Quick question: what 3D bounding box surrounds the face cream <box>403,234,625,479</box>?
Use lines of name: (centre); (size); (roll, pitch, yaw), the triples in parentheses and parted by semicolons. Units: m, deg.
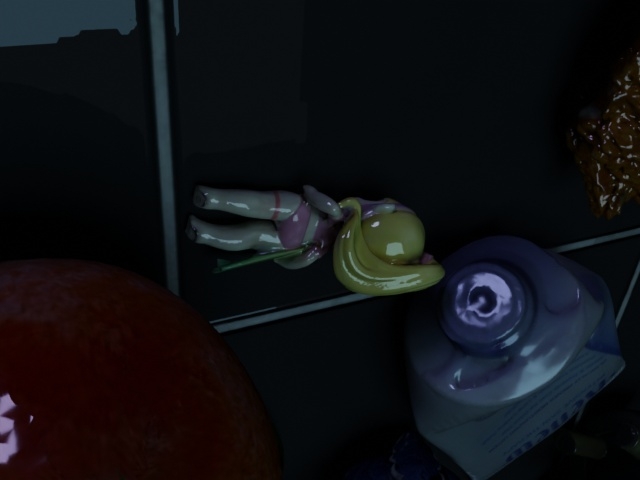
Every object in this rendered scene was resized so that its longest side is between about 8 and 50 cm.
face cream: (0.197, 0.132, 0.697); (0.235, 0.137, 0.420); (-40, 144, 1)

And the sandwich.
sandwich: (0.259, -0.122, 0.540); (0.160, 0.109, 0.185); (-23, 136, 14)

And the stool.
stool: (0.358, 0.301, 0.859); (0.139, 0.153, 0.228); (15, 115, -36)

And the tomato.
tomato: (-0.147, 0.136, 0.378); (0.265, 0.265, 0.265); (-15, 129, -19)

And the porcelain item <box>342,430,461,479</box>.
porcelain item: (0.081, 0.337, 0.731); (0.138, 0.186, 0.288); (5, 108, 5)

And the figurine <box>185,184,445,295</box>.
figurine: (0.000, 0.000, 0.501); (0.187, 0.083, 0.083); (10, 118, -23)

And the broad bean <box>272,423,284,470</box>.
broad bean: (-0.075, 0.240, 0.609); (0.144, 0.049, 0.292); (-24, 122, -64)
